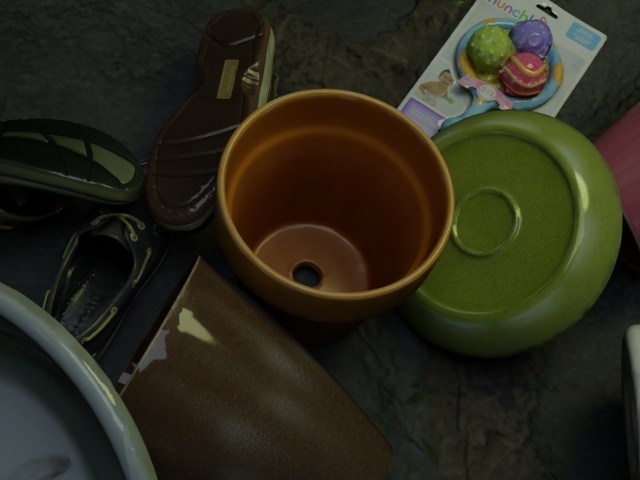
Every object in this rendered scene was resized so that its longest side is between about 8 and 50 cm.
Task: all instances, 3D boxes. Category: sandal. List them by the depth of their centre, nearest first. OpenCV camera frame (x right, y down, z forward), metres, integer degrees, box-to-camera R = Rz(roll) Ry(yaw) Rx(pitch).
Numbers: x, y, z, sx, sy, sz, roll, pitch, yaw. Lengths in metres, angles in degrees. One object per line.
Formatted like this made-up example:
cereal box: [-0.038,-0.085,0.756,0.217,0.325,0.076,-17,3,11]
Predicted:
sandal: [-0.307,-0.054,1.487,0.302,0.086,0.120,1,25,11]

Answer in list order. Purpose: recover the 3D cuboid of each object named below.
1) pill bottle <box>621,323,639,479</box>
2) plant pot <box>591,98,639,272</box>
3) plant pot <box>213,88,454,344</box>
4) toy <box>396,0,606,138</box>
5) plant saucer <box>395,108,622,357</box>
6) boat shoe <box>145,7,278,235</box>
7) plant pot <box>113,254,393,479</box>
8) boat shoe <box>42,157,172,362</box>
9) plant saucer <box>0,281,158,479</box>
pill bottle: [0.429,0.150,1.400,0.318,0.176,0.176,-4,65,6]
plant pot: [0.349,-0.067,1.528,0.180,0.201,0.201,-29,71,-3]
plant pot: [0.000,0.000,1.440,0.205,0.188,0.205,4,62,-8]
toy: [0.185,-0.172,1.620,0.137,0.056,0.237,32,65,6]
plant saucer: [0.156,-0.013,1.485,0.241,0.037,0.241,-7,73,24]
boat shoe: [-0.090,-0.098,1.525,0.095,0.095,0.257,9,56,18]
plant pot: [-0.062,0.162,1.367,0.230,0.215,0.215,31,65,-6]
boat shoe: [-0.191,0.014,1.477,0.081,0.069,0.228,21,64,2]
plant saucer: [-0.262,0.202,1.264,0.400,0.400,0.100,44,30,13]
